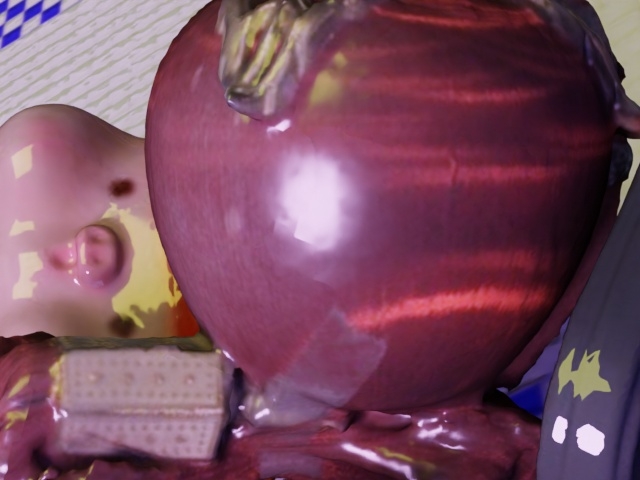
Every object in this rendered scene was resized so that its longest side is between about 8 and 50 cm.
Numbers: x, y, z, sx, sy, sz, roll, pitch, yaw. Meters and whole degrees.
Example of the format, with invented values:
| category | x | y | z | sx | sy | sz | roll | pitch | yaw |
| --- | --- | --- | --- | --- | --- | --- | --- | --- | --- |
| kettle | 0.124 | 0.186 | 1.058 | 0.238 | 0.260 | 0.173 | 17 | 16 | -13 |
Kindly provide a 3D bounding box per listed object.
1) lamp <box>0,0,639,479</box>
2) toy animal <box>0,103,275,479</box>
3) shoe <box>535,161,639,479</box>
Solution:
| category | x | y | z | sx | sy | sz | roll | pitch | yaw |
| --- | --- | --- | --- | --- | --- | --- | --- | --- | --- |
| lamp | 0.003 | -0.004 | 0.606 | 0.151 | 0.215 | 0.223 | 141 | 131 | -71 |
| toy animal | -0.089 | 0.041 | 0.741 | 0.198 | 0.171 | 0.171 | -27 | 35 | 27 |
| shoe | 0.144 | 0.005 | 0.599 | 0.093 | 0.108 | 0.241 | 16 | 51 | 20 |
